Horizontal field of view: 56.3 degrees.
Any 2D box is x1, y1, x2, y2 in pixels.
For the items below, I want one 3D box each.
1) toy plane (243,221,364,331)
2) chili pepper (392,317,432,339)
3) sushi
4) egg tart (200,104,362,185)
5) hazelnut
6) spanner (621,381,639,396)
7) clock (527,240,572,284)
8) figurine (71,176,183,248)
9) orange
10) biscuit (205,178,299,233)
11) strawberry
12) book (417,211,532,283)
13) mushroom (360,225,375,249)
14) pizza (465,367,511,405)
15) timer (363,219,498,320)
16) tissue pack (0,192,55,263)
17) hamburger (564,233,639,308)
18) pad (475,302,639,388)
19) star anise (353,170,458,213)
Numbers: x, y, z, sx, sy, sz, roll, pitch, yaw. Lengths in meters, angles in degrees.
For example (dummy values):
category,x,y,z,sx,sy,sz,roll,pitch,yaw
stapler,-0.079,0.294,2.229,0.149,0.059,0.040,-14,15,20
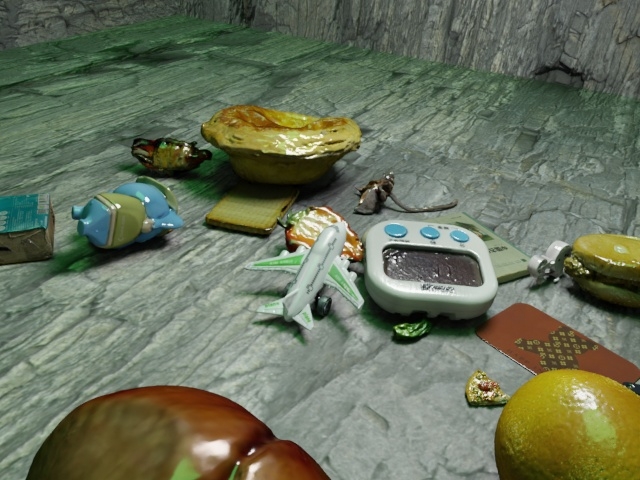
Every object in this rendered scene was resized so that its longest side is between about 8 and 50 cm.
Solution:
category,x,y,z,sx,sy,sz,roll,pitch,yaw
toy plane,-0.013,0.065,1.173,0.251,0.101,0.255,17,53,22
chili pepper,0.175,0.167,1.123,0.091,0.030,0.034,-11,9,-28
sushi,-0.406,-0.225,1.637,0.226,0.097,0.103,5,-11,8
egg tart,-0.105,-0.252,1.618,0.444,0.178,0.443,4,21,-2
hazelnut,-0.124,0.307,0.591,0.373,0.315,0.372,25,9,-4
spanner,0.621,0.274,1.014,0.209,0.012,0.046,11,32,9
clock,0.497,0.052,1.302,0.129,0.087,0.041,-19,34,-33
figurine,-0.428,-0.060,1.302,0.180,0.153,0.262,-3,6,40
orange,0.337,0.282,0.764,0.237,0.236,0.236,3,31,-2
biscuit,-0.165,-0.087,1.504,0.172,0.029,0.254,11,30,12
strawberry,-0.003,-0.002,1.313,0.193,0.085,0.140,3,58,-8
book,0.346,0.015,1.405,0.215,0.025,0.283,-13,34,-26
mushroom,0.116,0.012,1.348,0.079,0.085,0.085,-28,11,36
pizza,0.285,0.248,1.002,0.078,0.025,0.083,12,30,16
timer,0.216,0.059,1.215,0.262,0.087,0.237,5,42,-2
tissue pack,-0.641,-0.028,1.288,0.120,0.082,0.169,-8,33,-18
hamburger,0.630,0.061,1.275,0.215,0.122,0.189,9,27,14
pad,0.439,0.206,1.116,0.181,0.004,0.267,-21,39,-35
star anise,0.222,-0.097,1.588,0.227,0.218,0.148,41,-9,-14
